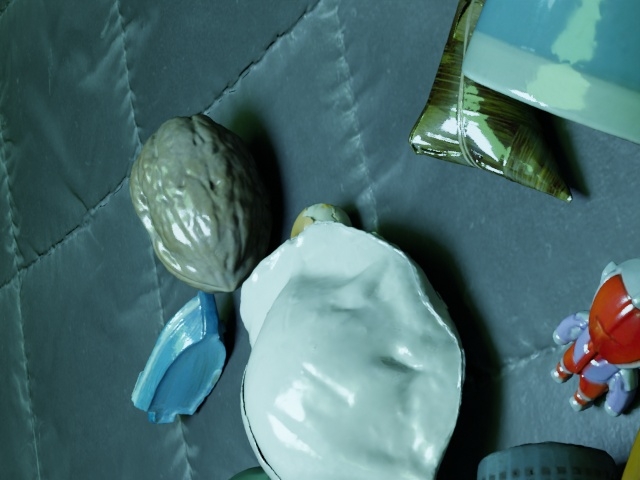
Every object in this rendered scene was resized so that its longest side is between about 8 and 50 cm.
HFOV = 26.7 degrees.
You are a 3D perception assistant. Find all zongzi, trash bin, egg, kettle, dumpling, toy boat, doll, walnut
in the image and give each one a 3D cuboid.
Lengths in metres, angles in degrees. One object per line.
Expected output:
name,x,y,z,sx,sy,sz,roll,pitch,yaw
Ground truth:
zongzi,0.187,-0.147,1.265,0.184,0.084,0.187,24,104,39
trash bin,0.200,0.262,1.151,0.175,0.175,0.161,-33,49,50
egg,0.000,0.000,1.522,0.083,0.071,0.071,119,139,-51
kettle,0.270,-0.251,1.036,0.319,0.247,0.342,-121,49,-75
dumpling,0.033,0.143,1.381,0.260,0.181,0.341,-49,27,30
toy boat,-0.185,0.141,1.764,0.215,0.088,0.102,-60,40,36
doll,0.262,0.071,1.133,0.102,0.075,0.227,55,142,22
walnut,-0.143,-0.037,1.653,0.178,0.178,0.230,-46,56,43

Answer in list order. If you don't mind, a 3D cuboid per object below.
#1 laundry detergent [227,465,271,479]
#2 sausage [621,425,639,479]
laundry detergent,-0.045,0.326,1.562,0.221,0.078,0.144,-32,64,48
sausage,0.317,0.109,1.032,0.112,0.112,0.328,37,116,50
